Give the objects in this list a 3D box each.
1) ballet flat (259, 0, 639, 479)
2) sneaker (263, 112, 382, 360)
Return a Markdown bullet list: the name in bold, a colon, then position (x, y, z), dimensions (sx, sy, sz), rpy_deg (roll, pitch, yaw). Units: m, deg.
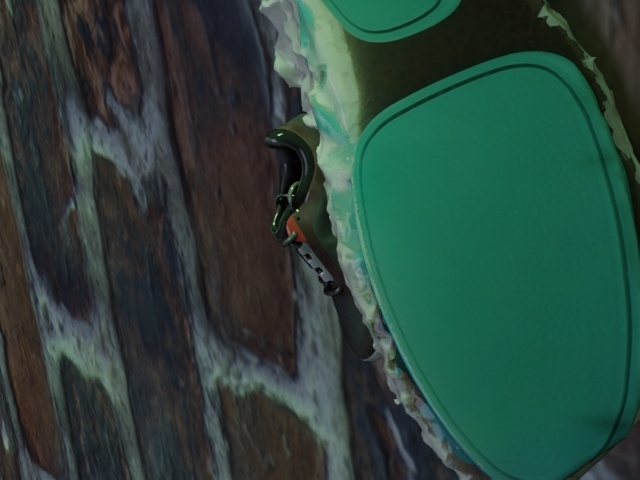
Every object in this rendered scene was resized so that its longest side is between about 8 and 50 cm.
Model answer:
- **ballet flat**: position (0.056, -0.076, 0.769), dimensions (0.147, 0.147, 0.409), rpy_deg (-40, 66, 63)
- **sneaker**: position (0.000, 0.000, 0.965), dimensions (0.061, 0.065, 0.158), rpy_deg (-5, 100, 65)
